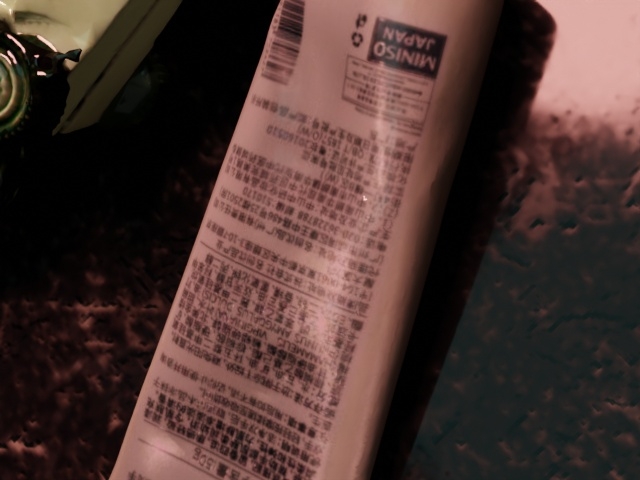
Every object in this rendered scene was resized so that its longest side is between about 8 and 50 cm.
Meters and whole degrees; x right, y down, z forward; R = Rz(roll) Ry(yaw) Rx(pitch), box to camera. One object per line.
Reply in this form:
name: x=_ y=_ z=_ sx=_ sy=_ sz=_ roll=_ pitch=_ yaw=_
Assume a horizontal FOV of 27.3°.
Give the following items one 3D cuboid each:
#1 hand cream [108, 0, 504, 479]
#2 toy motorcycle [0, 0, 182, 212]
hand cream: x=0.000 y=0.000 z=0.542 sx=0.124 sy=0.077 sz=0.341 roll=23 pitch=101 yaw=24
toy motorcycle: x=-0.128 y=-0.144 z=0.544 sx=0.331 sy=0.125 sz=0.196 roll=-41 pitch=83 yaw=24
